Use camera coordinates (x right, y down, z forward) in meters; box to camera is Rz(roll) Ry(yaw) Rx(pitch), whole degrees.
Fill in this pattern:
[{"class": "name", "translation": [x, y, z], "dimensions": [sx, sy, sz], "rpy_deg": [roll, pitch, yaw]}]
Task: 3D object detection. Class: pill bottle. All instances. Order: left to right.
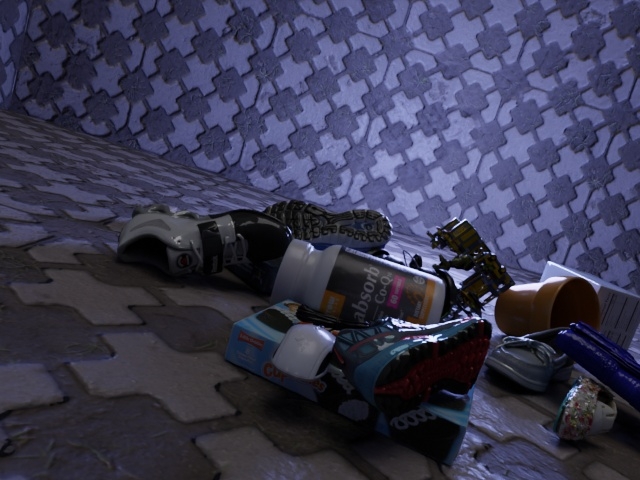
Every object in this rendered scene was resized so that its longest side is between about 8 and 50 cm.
[{"class": "pill bottle", "translation": [0.063, 0.101, 0.941], "dimensions": [0.278, 0.162, 0.162], "rpy_deg": [18, 9, 4]}]

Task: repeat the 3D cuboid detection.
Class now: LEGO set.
[{"class": "LEGO set", "translation": [0.342, 0.081, 1.367], "dimensions": [0.255, 0.192, 0.331], "rpy_deg": [52, 9, -5]}]

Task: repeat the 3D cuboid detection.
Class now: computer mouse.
[{"class": "computer mouse", "translation": [-0.002, 0.124, 0.686], "dimensions": [0.106, 0.042, 0.193], "rpy_deg": [20, 13, 11]}]

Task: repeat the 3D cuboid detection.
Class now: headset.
[{"class": "headset", "translation": [0.184, 0.130, 1.226], "dimensions": [0.243, 0.185, 0.394], "rpy_deg": [20, 24, 12]}]

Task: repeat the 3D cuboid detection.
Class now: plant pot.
[{"class": "plant pot", "translation": [0.546, 0.185, 1.324], "dimensions": [0.205, 0.205, 0.188], "rpy_deg": [12, -5, -31]}]

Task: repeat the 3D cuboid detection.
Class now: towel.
[{"class": "towel", "translation": [0.585, 0.264, 0.949], "dimensions": [0.227, 0.076, 0.308], "rpy_deg": [22, 16, -49]}]

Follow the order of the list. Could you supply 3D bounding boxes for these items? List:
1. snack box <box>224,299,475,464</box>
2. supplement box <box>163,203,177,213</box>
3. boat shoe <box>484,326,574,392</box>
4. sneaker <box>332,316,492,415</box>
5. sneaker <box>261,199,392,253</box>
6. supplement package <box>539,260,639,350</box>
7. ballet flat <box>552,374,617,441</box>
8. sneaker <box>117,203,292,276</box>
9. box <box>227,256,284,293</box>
[{"class": "snack box", "translation": [0.050, 0.180, 0.755], "dimensions": [0.321, 0.060, 0.187], "rpy_deg": [20, 10, 17]}, {"class": "supplement box", "translation": [-0.390, -0.052, 1.313], "dimensions": [0.036, 0.062, 0.098], "rpy_deg": [19, 10, -1]}, {"class": "boat shoe", "translation": [0.434, 0.227, 1.073], "dimensions": [0.320, 0.103, 0.118], "rpy_deg": [9, 12, -44]}, {"class": "sneaker", "translation": [0.121, 0.130, 0.681], "dimensions": [0.261, 0.104, 0.125], "rpy_deg": [4, 15, -46]}, {"class": "sneaker", "translation": [0.000, 0.000, 1.295], "dimensions": [0.329, 0.147, 0.130], "rpy_deg": [8, 51, 1]}, {"class": "supplement package", "translation": [0.719, 0.197, 1.476], "dimensions": [0.145, 0.204, 0.262], "rpy_deg": [15, 10, -10]}, {"class": "ballet flat", "translation": [0.435, 0.269, 0.863], "dimensions": [0.077, 0.091, 0.241], "rpy_deg": [18, 10, 31]}, {"class": "sneaker", "translation": [-0.221, 0.018, 1.015], "dimensions": [0.330, 0.123, 0.146], "rpy_deg": [2, 34, 5]}, {"class": "box", "translation": [-0.104, 0.060, 1.194], "dimensions": [0.183, 0.059, 0.232], "rpy_deg": [10, 11, -40]}]
